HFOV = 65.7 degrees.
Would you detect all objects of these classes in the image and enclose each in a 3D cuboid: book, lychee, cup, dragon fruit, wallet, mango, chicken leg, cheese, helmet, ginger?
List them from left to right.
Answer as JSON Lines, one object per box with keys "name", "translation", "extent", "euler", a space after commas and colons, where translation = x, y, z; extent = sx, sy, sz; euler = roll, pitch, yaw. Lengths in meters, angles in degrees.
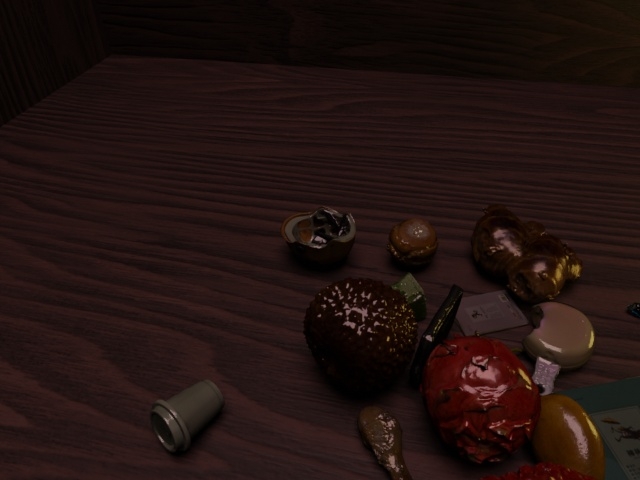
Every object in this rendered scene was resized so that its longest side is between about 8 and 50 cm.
{"name": "cup", "translation": [-0.282, 0.370, 1.069], "extent": [0.120, 0.120, 0.141], "euler": [29, 39, 32]}
{"name": "helmet", "translation": [0.000, 0.000, 1.483], "extent": [0.224, 0.130, 0.198], "euler": [4, 35, 23]}
{"name": "lychee", "translation": [0.100, 0.205, 1.135], "extent": [0.267, 0.268, 0.268], "euler": [-1, 40, 1]}
{"name": "chicken leg", "translation": [0.140, 0.429, 1.017], "extent": [0.084, 0.069, 0.198], "euler": [-15, 48, -13]}
{"name": "wallet", "translation": [0.278, 0.218, 1.179], "extent": [0.044, 0.149, 0.250], "euler": [23, 37, 22]}
{"name": "dragon fruit", "translation": [0.322, 0.319, 1.017], "extent": [0.240, 0.241, 0.252], "euler": [-14, 16, -14]}
{"name": "book", "translation": [0.443, 0.193, 1.325], "extent": [0.181, 0.014, 0.127], "euler": [-10, 41, -10]}
{"name": "ginger", "translation": [0.580, 0.021, 1.418], "extent": [0.274, 0.153, 0.357], "euler": [-22, 45, -22]}
{"name": "cheese", "translation": [0.552, 0.262, 1.182], "extent": [0.163, 0.082, 0.286], "euler": [23, 45, 28]}
{"name": "mango", "translation": [0.486, 0.416, 0.979], "extent": [0.136, 0.099, 0.228], "euler": [-25, 45, 33]}
{"name": "book", "translation": [0.655, 0.450, 0.996], "extent": [0.263, 0.031, 0.380], "euler": [-6, 40, -5]}

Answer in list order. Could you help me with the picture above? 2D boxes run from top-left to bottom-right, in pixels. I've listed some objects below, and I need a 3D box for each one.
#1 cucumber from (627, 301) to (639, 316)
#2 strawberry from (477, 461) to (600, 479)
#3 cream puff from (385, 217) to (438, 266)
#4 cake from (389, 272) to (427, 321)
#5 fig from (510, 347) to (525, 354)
{"name": "cucumber", "translation": [0.921, 0.217, 1.257], "extent": [0.256, 0.043, 0.044], "euler": [25, 42, 29]}
{"name": "strawberry", "translation": [0.363, 0.518, 0.784], "extent": [0.343, 0.292, 0.292], "euler": [4, 36, -23]}
{"name": "cream puff", "translation": [0.270, 0.013, 1.468], "extent": [0.165, 0.115, 0.150], "euler": [-9, 47, -23]}
{"name": "cake", "translation": [0.162, 0.172, 1.297], "extent": [0.235, 0.099, 0.100], "euler": [-15, 40, -14]}
{"name": "fig", "translation": [0.424, 0.287, 1.184], "extent": [0.093, 0.094, 0.166], "euler": [23, 18, 27]}
